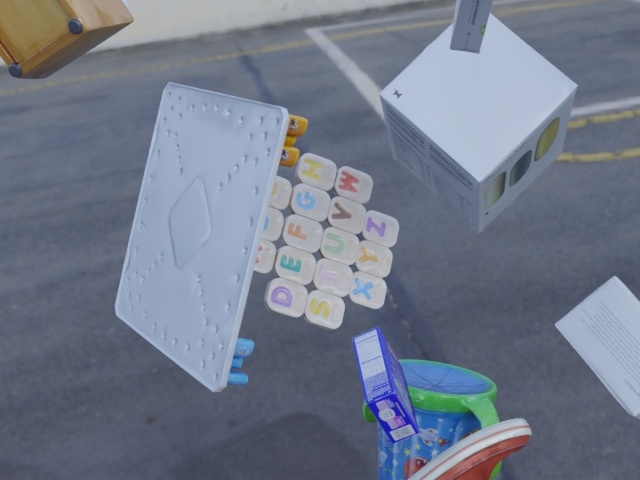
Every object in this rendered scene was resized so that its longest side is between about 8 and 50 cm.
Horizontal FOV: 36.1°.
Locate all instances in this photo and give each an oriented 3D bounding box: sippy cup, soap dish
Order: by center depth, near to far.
[{"bbox_3d":[-0.459,-0.406,1.516,0.228,0.291,0.118,-21,22,35],"label":"soap dish"},{"bbox_3d":[0.206,0.367,1.882,0.240,0.224,0.305,8,8,-2],"label":"sippy cup"}]

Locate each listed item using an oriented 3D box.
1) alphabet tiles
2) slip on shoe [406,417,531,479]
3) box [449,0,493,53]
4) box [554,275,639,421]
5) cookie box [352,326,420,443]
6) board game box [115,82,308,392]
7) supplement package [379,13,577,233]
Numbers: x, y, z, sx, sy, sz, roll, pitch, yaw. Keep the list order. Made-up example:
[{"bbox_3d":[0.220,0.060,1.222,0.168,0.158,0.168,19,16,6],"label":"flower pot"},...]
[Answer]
[{"bbox_3d":[0.000,0.000,1.648,0.277,0.284,0.021,19,-18,-18],"label":"alphabet tiles"},{"bbox_3d":[0.140,0.343,1.233,0.331,0.101,0.123,-40,-20,-1],"label":"slip on shoe"},{"bbox_3d":[0.173,-0.308,1.036,0.038,0.145,0.186,10,-21,3],"label":"box"},{"bbox_3d":[0.471,0.172,1.477,0.119,0.181,0.182,-42,60,10],"label":"box"},{"bbox_3d":[0.079,0.176,1.199,0.040,0.092,0.107,-22,41,10],"label":"cookie box"},{"bbox_3d":[-0.174,-0.022,1.452,0.050,0.390,0.390,9,8,-34],"label":"board game box"},{"bbox_3d":[0.235,-0.173,1.474,0.199,0.198,0.263,-44,-17,-5],"label":"supplement package"}]
